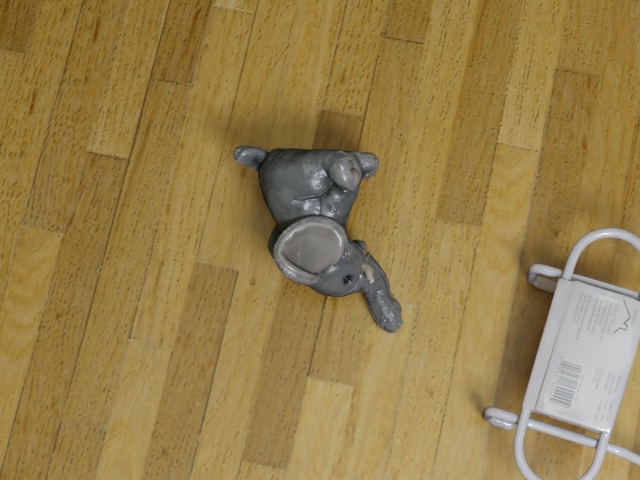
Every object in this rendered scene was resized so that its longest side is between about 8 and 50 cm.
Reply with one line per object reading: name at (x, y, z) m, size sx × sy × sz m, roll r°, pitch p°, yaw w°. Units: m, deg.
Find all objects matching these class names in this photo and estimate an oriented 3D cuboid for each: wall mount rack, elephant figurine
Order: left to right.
elephant figurine at (0.000, 0.000, 1.746) m, size 0.186 × 0.169 × 0.239 m, roll 4°, pitch 92°, yaw 33°
wall mount rack at (0.384, 0.174, 1.693) m, size 0.304 × 0.130 × 0.350 m, roll 17°, pitch 78°, yaw 11°
